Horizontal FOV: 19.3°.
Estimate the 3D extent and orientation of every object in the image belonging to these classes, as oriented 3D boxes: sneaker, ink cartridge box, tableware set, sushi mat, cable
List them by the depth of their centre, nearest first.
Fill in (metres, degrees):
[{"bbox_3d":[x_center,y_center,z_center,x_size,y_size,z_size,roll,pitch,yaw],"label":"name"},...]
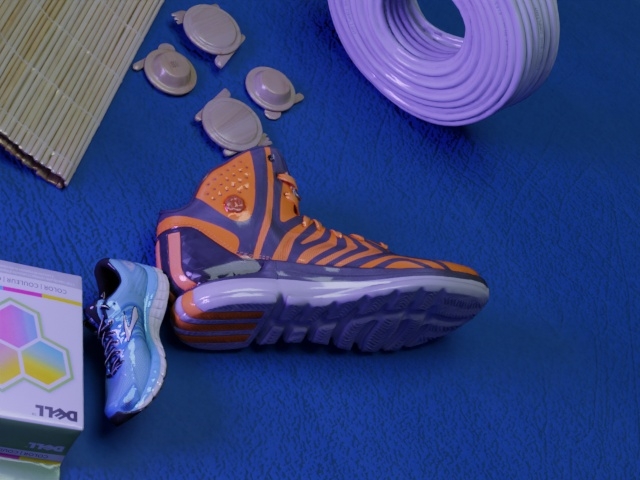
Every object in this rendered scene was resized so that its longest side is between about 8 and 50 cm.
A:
[{"bbox_3d":[-0.254,0.118,1.532,0.109,0.062,0.209,13,51,-23],"label":"ink cartridge box"},{"bbox_3d":[-0.175,0.084,1.593,0.073,0.063,0.162,27,43,-33],"label":"sneaker"},{"bbox_3d":[0.000,0.000,1.730,0.321,0.124,0.180,3,55,-28],"label":"sneaker"},{"bbox_3d":[-0.246,-0.198,1.791,0.151,0.019,0.316,41,43,-21],"label":"sushi mat"},{"bbox_3d":[-0.099,-0.161,1.871,0.169,0.020,0.141,44,48,5],"label":"tableware set"},{"bbox_3d":[0.123,-0.238,1.899,0.089,0.257,0.257,-40,97,-38],"label":"cable"}]
